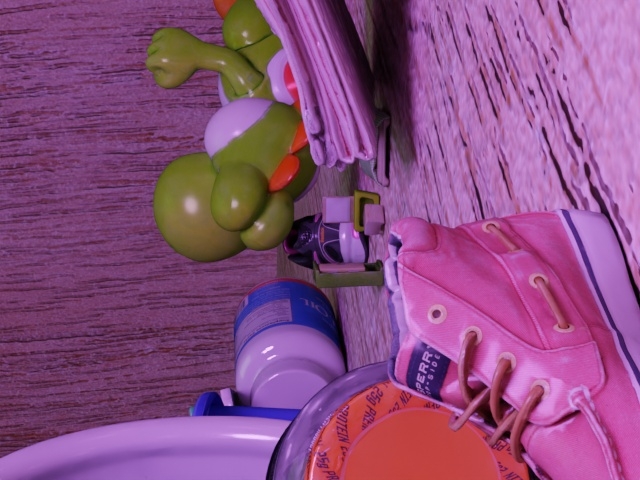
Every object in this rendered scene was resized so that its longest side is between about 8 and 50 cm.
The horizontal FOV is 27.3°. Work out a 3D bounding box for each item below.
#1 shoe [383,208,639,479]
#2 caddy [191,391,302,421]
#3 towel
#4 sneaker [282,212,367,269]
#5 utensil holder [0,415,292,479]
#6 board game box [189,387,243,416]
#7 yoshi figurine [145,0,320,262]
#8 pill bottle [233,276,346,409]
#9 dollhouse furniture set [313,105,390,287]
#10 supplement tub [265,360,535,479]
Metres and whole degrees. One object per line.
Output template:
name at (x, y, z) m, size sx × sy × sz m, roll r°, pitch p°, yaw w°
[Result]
shoe at (0.065, 0.050, 0.418) m, size 0.178 × 0.081 × 0.063 m, roll -96°, pitch 7°, yaw -55°
caddy at (-0.057, 0.302, 1.163) m, size 0.241 × 0.179 × 0.341 m, roll -66°, pitch -27°, yaw -82°
towel at (-0.034, -0.231, 1.006) m, size 0.332 × 0.053 × 0.317 m, roll -85°, pitch -26°, yaw -74°
sneaker at (0.000, 0.000, 1.302) m, size 0.178 × 0.077 × 0.072 m, roll 108°, pitch 162°, yaw -77°
utensil holder at (-0.088, 0.354, 0.889) m, size 0.327 × 0.327 × 0.386 m, roll -111°, pitch 20°, yaw -78°
board game box at (-0.070, 0.367, 1.484) m, size 0.390 × 0.050 × 0.390 m, roll 97°, pitch 159°, yaw -82°
yoshi figurine at (-0.085, -0.115, 1.342) m, size 0.362 × 0.203 × 0.203 m, roll -82°, pitch 4°, yaw -46°
pill bottle at (-0.035, 0.137, 1.475) m, size 0.221 × 0.124 × 0.124 m, roll -102°, pitch 12°, yaw -67°
dollhouse furniture set at (0.024, -0.039, 1.106) m, size 0.076 × 0.058 × 0.152 m, roll -110°, pitch 20°, yaw -76°
supplement tub at (0.033, 0.119, 0.620) m, size 0.190 × 0.117 × 0.117 m, roll 109°, pitch 160°, yaw -78°
